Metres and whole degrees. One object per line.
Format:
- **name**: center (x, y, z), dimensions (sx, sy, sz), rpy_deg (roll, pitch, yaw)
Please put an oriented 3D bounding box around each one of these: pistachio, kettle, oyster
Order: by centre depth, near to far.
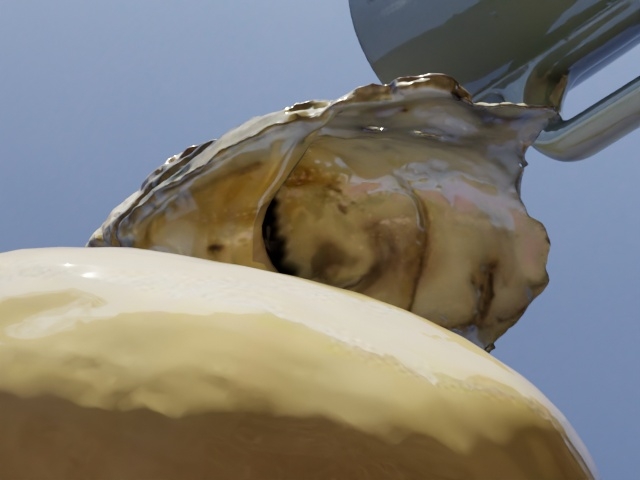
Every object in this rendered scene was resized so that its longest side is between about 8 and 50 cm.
- **pistachio**: center (-0.022, 0.070, 0.467), dimensions (0.215, 0.144, 0.144), rpy_deg (22, -119, 7)
- **oyster**: center (0.002, -0.005, 1.014), dimensions (0.271, 0.275, 0.100), rpy_deg (24, -154, -2)
- **kettle**: center (0.151, -0.151, 1.020), dimensions (0.160, 0.243, 0.210), rpy_deg (21, -120, -33)
